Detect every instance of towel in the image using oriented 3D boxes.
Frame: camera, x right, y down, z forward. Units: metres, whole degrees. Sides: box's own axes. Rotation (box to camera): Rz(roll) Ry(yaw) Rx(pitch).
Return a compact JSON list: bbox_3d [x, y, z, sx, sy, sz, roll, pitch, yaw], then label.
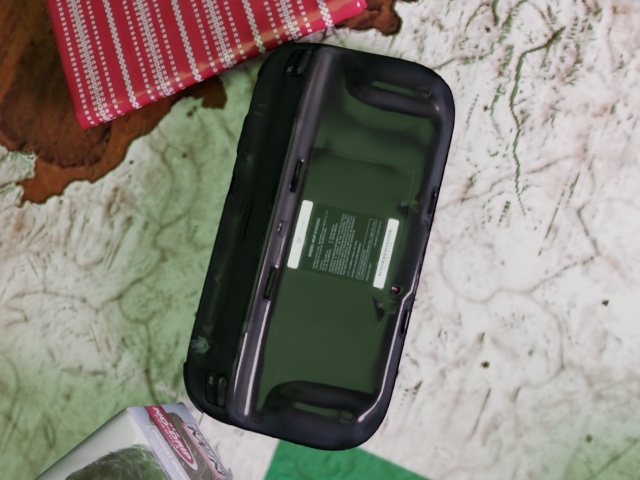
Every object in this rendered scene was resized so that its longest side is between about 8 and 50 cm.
[{"bbox_3d":[-0.110,-0.231,0.741,0.275,0.031,0.198,-21,74,11],"label":"towel"}]

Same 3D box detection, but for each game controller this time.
[{"bbox_3d":[0.000,0.000,0.674,0.167,0.067,0.319,14,85,1],"label":"game controller"}]

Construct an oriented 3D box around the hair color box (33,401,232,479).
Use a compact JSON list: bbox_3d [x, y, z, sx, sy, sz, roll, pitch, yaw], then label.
[{"bbox_3d":[-0.217,0.309,0.644,0.374,0.113,0.185,-39,74,5],"label":"hair color box"}]
